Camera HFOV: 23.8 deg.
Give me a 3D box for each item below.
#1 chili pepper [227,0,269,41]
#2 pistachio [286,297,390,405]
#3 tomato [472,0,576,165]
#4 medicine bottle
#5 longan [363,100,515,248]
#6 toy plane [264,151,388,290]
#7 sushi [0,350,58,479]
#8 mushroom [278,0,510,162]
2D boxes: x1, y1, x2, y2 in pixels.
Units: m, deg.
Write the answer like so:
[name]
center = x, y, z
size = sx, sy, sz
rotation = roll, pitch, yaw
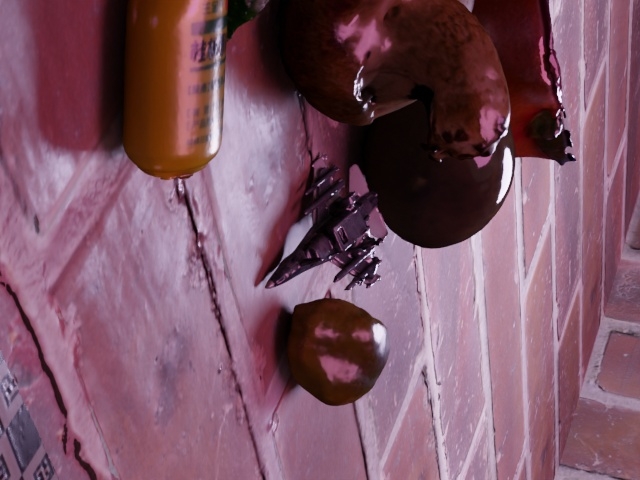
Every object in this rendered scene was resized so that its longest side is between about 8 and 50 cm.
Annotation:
[chili pepper]
center = -0.032, -0.271, 1.325
size = 0.227, 0.059, 0.088
rotation = -59, -168, 6
[pistachio]
center = 0.021, 0.130, 1.699
size = 0.189, 0.100, 0.110
rotation = 57, 43, -66
[tomato]
center = 0.220, -0.251, 1.983
size = 0.335, 0.176, 0.289
rotation = 61, 22, -62
[medicine bottle]
center = -0.109, -0.204, 1.164
size = 0.111, 0.076, 0.309
rotation = -53, 148, -68
[longan]
center = 0.140, -0.099, 1.799
size = 0.198, 0.198, 0.212
rotation = -61, 149, -44
[toy plane]
center = 0.016, -0.006, 1.642
size = 0.160, 0.082, 0.234
rotation = 66, 28, -14
[sushi]
center = -0.252, 0.178, 0.989
size = 0.192, 0.051, 0.215
rotation = -67, 153, -42
[mushroom]
center = 0.085, -0.219, 1.507
size = 0.267, 0.254, 0.267
rotation = -57, -171, 15
